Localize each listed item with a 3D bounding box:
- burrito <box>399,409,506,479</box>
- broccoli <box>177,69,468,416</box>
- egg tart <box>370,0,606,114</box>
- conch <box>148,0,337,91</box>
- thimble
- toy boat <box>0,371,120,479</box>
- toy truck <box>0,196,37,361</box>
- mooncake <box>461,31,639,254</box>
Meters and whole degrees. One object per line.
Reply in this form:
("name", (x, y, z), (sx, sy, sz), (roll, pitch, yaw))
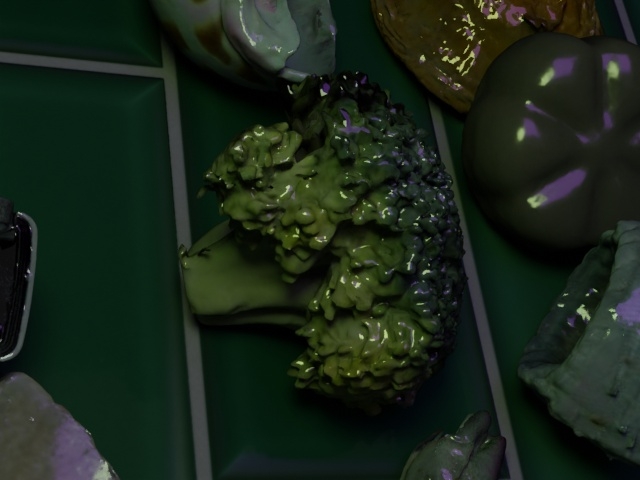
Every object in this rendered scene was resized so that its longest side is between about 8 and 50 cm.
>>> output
("burrito", (0.101, 0.288, 1.141), (0.096, 0.066, 0.309), (33, 54, -5))
("broccoli", (0.002, 0.007, 1.198), (0.281, 0.348, 0.293), (-11, 16, 6))
("egg tart", (0.239, -0.303, 1.522), (0.351, 0.153, 0.339), (-35, 80, -32))
("conch", (-0.092, -0.318, 1.375), (0.249, 0.197, 0.368), (41, 43, -38))
("thimble", (0.325, 0.105, 1.258), (0.172, 0.205, 0.250), (32, 62, 0))
("toy boat", (-0.281, 0.245, 1.006), (0.293, 0.111, 0.276), (13, 59, -26))
("toy truck", (-0.433, 0.020, 1.028), (0.363, 0.178, 0.176), (7, 84, -15))
("mooncake", (0.295, -0.110, 1.376), (0.275, 0.135, 0.275), (-1, 93, -17))
